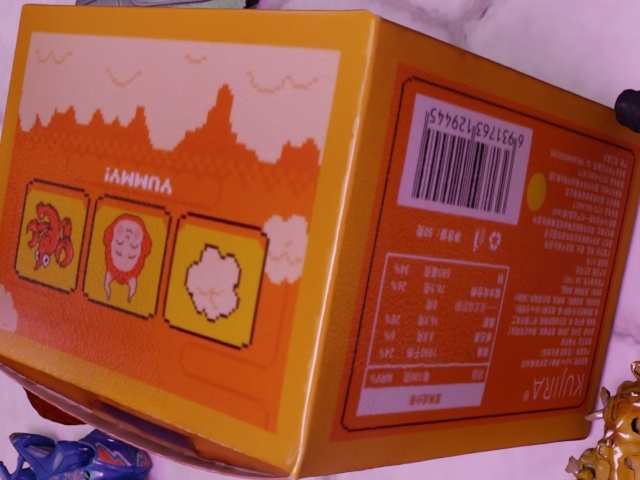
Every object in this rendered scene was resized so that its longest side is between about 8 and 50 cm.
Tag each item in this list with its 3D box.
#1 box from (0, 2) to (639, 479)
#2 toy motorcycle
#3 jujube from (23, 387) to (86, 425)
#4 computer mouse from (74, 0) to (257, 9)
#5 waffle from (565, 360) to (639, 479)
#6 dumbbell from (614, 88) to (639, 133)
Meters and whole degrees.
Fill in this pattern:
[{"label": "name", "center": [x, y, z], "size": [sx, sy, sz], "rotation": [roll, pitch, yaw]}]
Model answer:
[{"label": "box", "center": [0.000, 0.000, 0.603], "size": [0.259, 0.283, 0.214], "rotation": [11, 91, 40]}, {"label": "toy motorcycle", "center": [-0.211, 0.215, 0.902], "size": [0.205, 0.076, 0.114], "rotation": [-8, 72, 41]}, {"label": "jujube", "center": [-0.175, 0.034, 0.839], "size": [0.155, 0.155, 0.230], "rotation": [4, 95, 40]}, {"label": "computer mouse", "center": [-0.140, -0.197, 0.879], "size": [0.229, 0.068, 0.113], "rotation": [-4, 85, 40]}, {"label": "waffle", "center": [0.220, 0.144, 0.549], "size": [0.197, 0.070, 0.193], "rotation": [34, 108, 39]}, {"label": "dumbbell", "center": [0.265, -0.013, 0.463], "size": [0.325, 0.143, 0.143], "rotation": [33, 107, 44]}]
